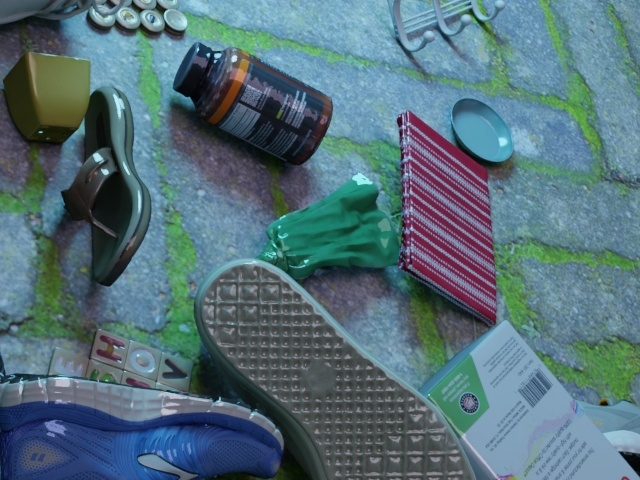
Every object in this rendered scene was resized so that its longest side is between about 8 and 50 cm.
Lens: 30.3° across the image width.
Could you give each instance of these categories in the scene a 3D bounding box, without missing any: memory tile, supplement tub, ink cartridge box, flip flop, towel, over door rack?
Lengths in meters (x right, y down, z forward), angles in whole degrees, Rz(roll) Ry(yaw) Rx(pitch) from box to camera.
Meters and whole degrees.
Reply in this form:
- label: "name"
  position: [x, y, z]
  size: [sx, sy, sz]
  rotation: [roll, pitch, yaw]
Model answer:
- label: "memory tile"
  position: [-0.253, -0.325, 1.582]
  size: [0.148, 0.012, 0.113]
  rotation: [-3, 62, -37]
- label: "supplement tub"
  position: [-0.089, -0.183, 1.536]
  size: [0.198, 0.106, 0.106]
  rotation: [27, 48, -19]
- label: "ink cartridge box"
  position: [0.238, 0.269, 1.446]
  size: [0.278, 0.117, 0.201]
  rotation: [50, 45, 5]
- label: "flip flop"
  position: [-0.253, -0.067, 1.333]
  size: [0.080, 0.112, 0.277]
  rotation: [14, 49, -34]
- label: "towel"
  position: [0.175, -0.034, 1.650]
  size: [0.199, 0.031, 0.275]
  rotation: [32, 46, -36]
- label: "over door rack"
  position: [0.168, -0.483, 1.876]
  size: [0.239, 0.108, 0.324]
  rotation: [-29, 98, -45]

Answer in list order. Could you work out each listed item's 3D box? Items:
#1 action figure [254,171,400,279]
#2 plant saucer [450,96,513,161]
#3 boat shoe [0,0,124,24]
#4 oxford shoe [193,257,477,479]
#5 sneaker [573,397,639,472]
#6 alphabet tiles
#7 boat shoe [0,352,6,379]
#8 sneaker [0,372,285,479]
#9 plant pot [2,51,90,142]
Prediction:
- label: "action figure"
  position: [0.000, 0.000, 1.502]
  size: [0.232, 0.063, 0.137]
  rotation: [-19, 74, -46]
- label: "plant saucer"
  position: [0.244, -0.166, 1.823]
  size: [0.119, 0.021, 0.119]
  rotation: [18, 51, -24]
- label: "boat shoe"
  position: [-0.314, -0.338, 1.459]
  size: [0.156, 0.136, 0.367]
  rotation: [28, 39, 1]
- label: "oxford shoe"
  position: [0.024, 0.203, 1.333]
  size: [0.169, 0.130, 0.449]
  rotation: [-42, 94, -13]
- label: "sneaker"
  position: [0.439, 0.266, 1.611]
  size: [0.271, 0.100, 0.108]
  rotation: [11, 49, -30]
- label: "alphabet tiles"
  position: [-0.204, 0.212, 1.246]
  size: [0.198, 0.009, 0.237]
  rotation: [23, 50, -21]
- label: "boat shoe"
  position: [-0.433, 0.105, 1.085]
  size: [0.306, 0.113, 0.105]
  rotation: [9, 49, -34]
- label: "sneaker"
  position: [-0.179, 0.220, 1.184]
  size: [0.330, 0.130, 0.147]
  rotation: [14, 79, -38]
- label: "plant pot"
  position: [-0.316, -0.161, 1.380]
  size: [0.081, 0.081, 0.083]
  rotation: [2, 71, -35]
